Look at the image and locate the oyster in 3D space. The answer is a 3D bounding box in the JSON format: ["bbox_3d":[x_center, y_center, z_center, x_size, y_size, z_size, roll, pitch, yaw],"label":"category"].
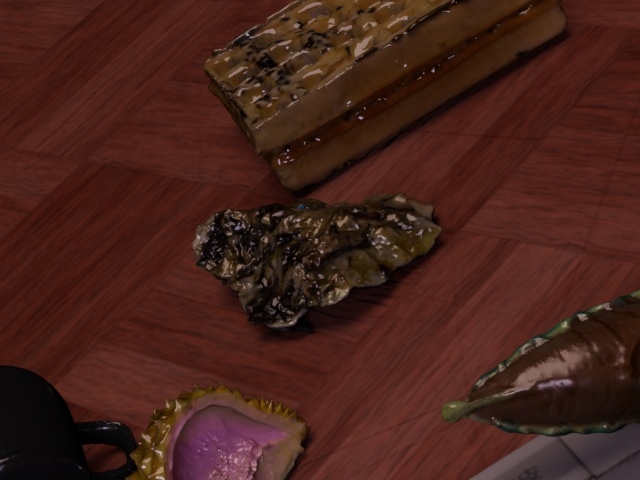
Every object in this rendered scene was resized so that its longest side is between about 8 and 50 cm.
[{"bbox_3d":[0.000,0.000,1.926,0.223,0.083,0.214,-31,32,-16],"label":"oyster"}]

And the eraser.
[{"bbox_3d":[0.109,0.245,1.486,0.352,0.061,0.089,-32,31,-5],"label":"eraser"}]

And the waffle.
[{"bbox_3d":[0.063,-0.225,2.165,0.376,0.114,0.261,-31,31,-2],"label":"waffle"}]

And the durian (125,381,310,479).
[{"bbox_3d":[-0.100,0.210,1.692,0.132,0.165,0.182,24,78,8],"label":"durian"}]

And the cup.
[{"bbox_3d":[-0.272,0.214,1.775,0.223,0.169,0.176,-6,28,-22],"label":"cup"}]

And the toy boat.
[{"bbox_3d":[0.237,0.094,1.465,0.293,0.108,0.099,-14,-4,-27],"label":"toy boat"}]
